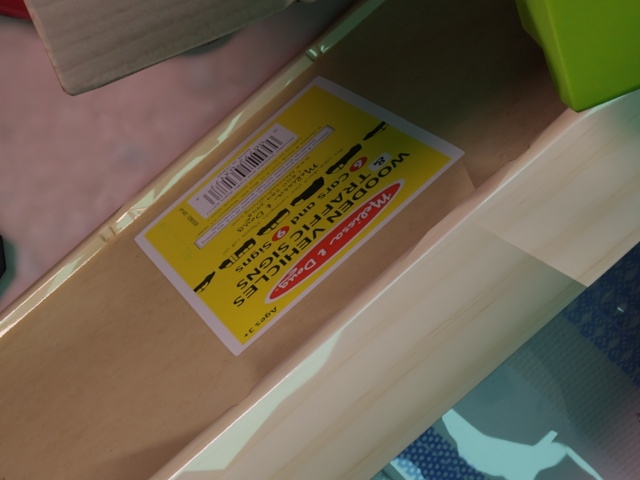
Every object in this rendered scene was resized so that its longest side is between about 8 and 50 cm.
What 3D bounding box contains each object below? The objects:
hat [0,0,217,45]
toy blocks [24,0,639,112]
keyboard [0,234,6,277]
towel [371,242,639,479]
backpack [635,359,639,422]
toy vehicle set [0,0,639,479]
[{"bbox_3d":[-0.183,-0.061,0.513,0.208,0.183,0.173,18,75,35],"label":"hat"},{"bbox_3d":[0.033,-0.180,0.420,0.381,0.261,0.190,-24,123,-5],"label":"toy blocks"},{"bbox_3d":[-0.186,0.053,0.513,0.100,0.038,0.192,35,87,-7],"label":"keyboard"},{"bbox_3d":[0.156,0.025,0.506,0.209,0.034,0.285,44,104,1],"label":"towel"},{"bbox_3d":[0.161,0.067,0.432,0.158,0.117,0.173,-20,137,-2],"label":"backpack"},{"bbox_3d":[0.000,0.000,0.467,0.267,0.166,0.035,-41,114,-3],"label":"toy vehicle set"}]
